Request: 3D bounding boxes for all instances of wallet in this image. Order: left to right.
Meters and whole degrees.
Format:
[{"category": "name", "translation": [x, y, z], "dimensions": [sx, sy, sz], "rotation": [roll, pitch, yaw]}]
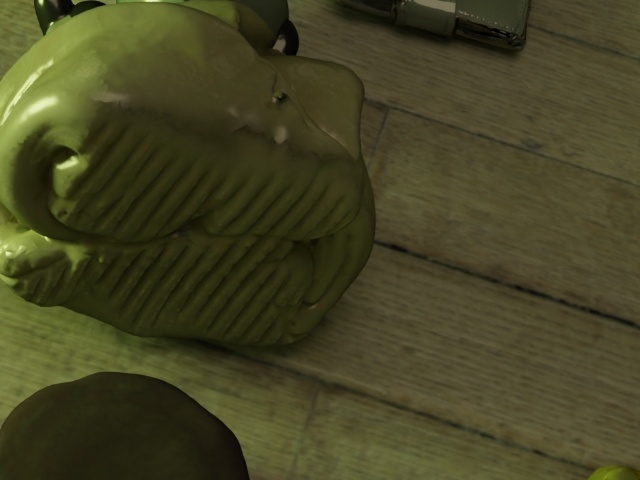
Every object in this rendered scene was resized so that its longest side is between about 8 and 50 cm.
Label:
[{"category": "wallet", "translation": [0.127, -0.298, 1.978], "dimensions": [0.231, 0.069, 0.170], "rotation": [15, 51, 0]}]

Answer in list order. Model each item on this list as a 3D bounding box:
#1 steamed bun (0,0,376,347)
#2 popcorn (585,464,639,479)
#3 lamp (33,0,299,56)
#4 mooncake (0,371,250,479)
[{"category": "steamed bun", "translation": [-0.121, -0.080, 1.635], "dimensions": [0.368, 0.342, 0.255], "rotation": [16, 50, -20]}, {"category": "popcorn", "translation": [0.306, 0.328, 1.479], "dimensions": [0.334, 0.293, 0.292], "rotation": [3, 96, -25]}, {"category": "lamp", "translation": [-0.152, -0.216, 1.815], "dimensions": [0.244, 0.197, 0.197], "rotation": [-20, 62, -11]}, {"category": "mooncake", "translation": [-0.175, 0.231, 1.532], "dimensions": [0.245, 0.133, 0.245], "rotation": [4, 56, -6]}]
